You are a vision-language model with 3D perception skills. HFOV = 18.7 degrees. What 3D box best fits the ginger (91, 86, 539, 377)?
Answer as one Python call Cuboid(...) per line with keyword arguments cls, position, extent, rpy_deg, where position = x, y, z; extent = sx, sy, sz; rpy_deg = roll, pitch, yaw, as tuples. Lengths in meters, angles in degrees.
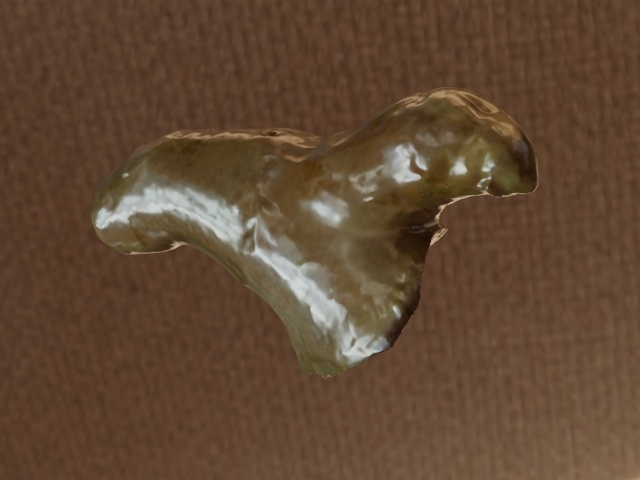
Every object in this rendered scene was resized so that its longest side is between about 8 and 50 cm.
Cuboid(cls="ginger", position=(0.001, 0.001, 0.350), extent=(0.097, 0.048, 0.030), rpy_deg=(-6, 176, 38))
